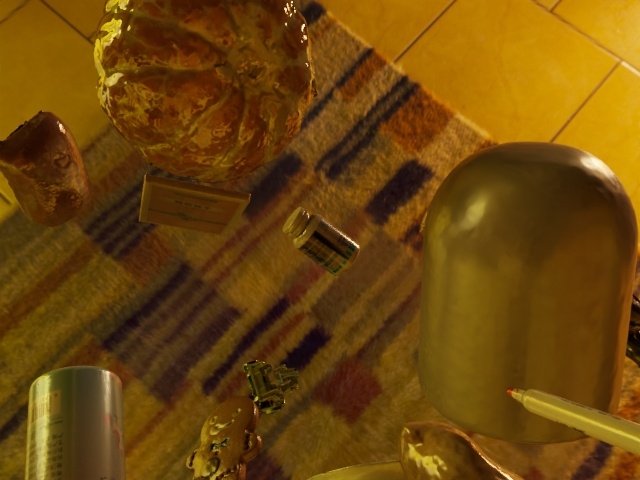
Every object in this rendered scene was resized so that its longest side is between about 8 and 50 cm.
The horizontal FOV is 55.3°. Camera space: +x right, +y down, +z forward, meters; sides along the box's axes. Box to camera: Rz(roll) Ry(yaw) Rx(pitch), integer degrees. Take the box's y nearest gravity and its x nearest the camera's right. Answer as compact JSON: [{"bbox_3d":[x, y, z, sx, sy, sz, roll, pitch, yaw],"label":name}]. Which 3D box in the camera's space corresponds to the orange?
[{"bbox_3d":[-0.166,-0.248,0.884,0.329,0.249,0.329,-4,97,-36],"label":"orange"}]

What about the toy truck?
[{"bbox_3d":[-0.119,0.396,1.670,0.135,0.259,0.128,-19,69,-6],"label":"toy truck"}]

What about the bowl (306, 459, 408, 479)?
[{"bbox_3d":[0.177,0.701,1.561,0.435,0.435,0.196,-6,59,-1],"label":"bowl"}]

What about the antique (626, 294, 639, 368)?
[{"bbox_3d":[0.896,0.221,1.833,0.255,0.322,0.185,33,111,24],"label":"antique"}]

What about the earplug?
[{"bbox_3d":[0.302,0.052,0.922,0.313,0.312,0.394,-4,111,0],"label":"earplug"}]

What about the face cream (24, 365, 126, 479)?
[{"bbox_3d":[-0.181,0.211,0.452,0.075,0.075,0.229,-13,55,-3],"label":"face cream"}]

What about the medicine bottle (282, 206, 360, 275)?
[{"bbox_3d":[0.000,0.000,1.583,0.191,0.107,0.107,37,76,-14],"label":"medicine bottle"}]

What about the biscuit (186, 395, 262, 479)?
[{"bbox_3d":[-0.197,0.418,1.257,0.180,0.039,0.236,-24,29,18],"label":"biscuit"}]

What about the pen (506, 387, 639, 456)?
[{"bbox_3d":[0.235,0.157,0.519,0.026,0.218,0.026,-1,93,-26],"label":"pen"}]

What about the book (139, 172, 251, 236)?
[{"bbox_3d":[-0.229,-0.055,1.078,0.170,0.242,0.018,10,73,-15],"label":"book"}]

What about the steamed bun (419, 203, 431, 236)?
[{"bbox_3d":[0.388,-0.060,1.867,0.145,0.175,0.106,39,39,4],"label":"steamed bun"}]

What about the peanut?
[{"bbox_3d":[0.318,0.513,1.253,0.387,0.192,0.169,39,93,27],"label":"peanut"}]

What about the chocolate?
[{"bbox_3d":[-0.508,-0.122,1.178,0.083,0.261,0.161,27,63,12],"label":"chocolate"}]
